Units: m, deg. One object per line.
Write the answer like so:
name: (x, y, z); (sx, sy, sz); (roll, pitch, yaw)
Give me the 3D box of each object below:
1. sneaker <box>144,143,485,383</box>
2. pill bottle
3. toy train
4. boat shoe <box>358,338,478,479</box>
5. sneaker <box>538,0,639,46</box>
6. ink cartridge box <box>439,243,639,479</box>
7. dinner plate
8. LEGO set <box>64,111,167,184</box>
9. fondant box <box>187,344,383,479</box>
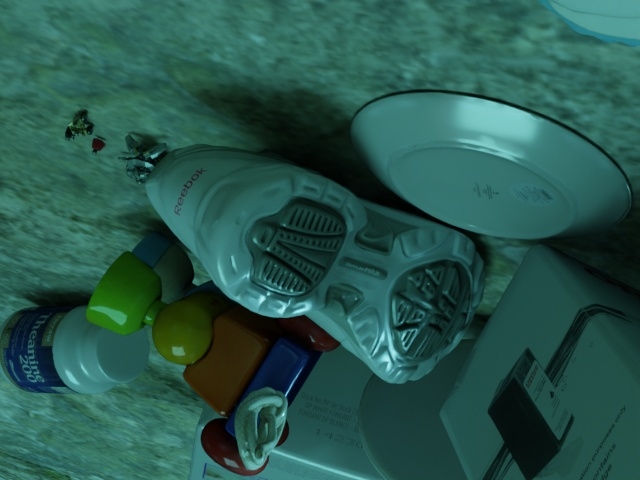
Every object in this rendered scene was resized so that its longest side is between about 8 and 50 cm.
sneaker: (0.000, 0.000, 0.850); (0.115, 0.090, 0.232); (35, -179, 41)
pill bottle: (-0.184, 0.081, 1.195); (0.120, 0.067, 0.067); (-5, 149, 46)
toy train: (-0.071, 0.057, 0.909); (0.143, 0.105, 0.248); (31, -174, 4)
boat shoe: (0.196, 0.155, 0.979); (0.340, 0.127, 0.158); (14, 164, 16)
sneaker: (0.144, -0.119, 0.428); (0.229, 0.087, 0.092); (-12, 137, 41)
ink cartridge box: (0.182, 0.123, 0.725); (0.197, 0.114, 0.273); (27, -168, -12)
dinner plate: (0.080, -0.029, 0.779); (0.141, 0.017, 0.141); (15, 158, 6)
LEGO set: (-0.105, -0.041, 0.890); (0.083, 0.023, 0.054); (18, 159, 2)
fondant box: (0.027, 0.173, 1.204); (0.238, 0.096, 0.330); (18, 158, 0)
